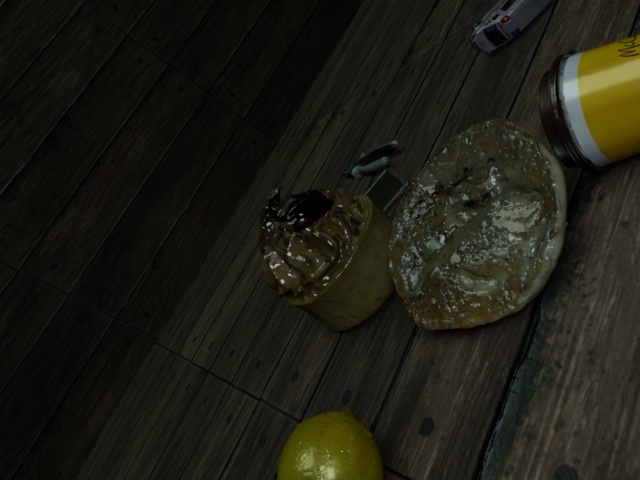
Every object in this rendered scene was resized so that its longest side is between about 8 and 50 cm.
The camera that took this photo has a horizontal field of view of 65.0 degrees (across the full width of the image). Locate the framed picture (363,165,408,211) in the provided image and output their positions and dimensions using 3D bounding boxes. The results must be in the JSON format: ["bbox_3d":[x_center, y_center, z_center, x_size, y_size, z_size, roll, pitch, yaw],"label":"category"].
[{"bbox_3d":[0.143,-0.094,1.439,0.252,0.014,0.197,-50,21,12],"label":"framed picture"}]

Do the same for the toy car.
[{"bbox_3d":[0.496,-0.582,1.319,0.210,0.089,0.108,-44,29,19],"label":"toy car"}]

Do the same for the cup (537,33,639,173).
[{"bbox_3d":[0.468,-0.213,0.708,0.280,0.196,0.196,-14,45,50],"label":"cup"}]

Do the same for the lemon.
[{"bbox_3d":[0.017,0.366,0.804,0.174,0.173,0.206,-36,20,41],"label":"lemon"}]

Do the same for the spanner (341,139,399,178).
[{"bbox_3d":[0.147,-0.246,1.615,0.095,0.040,0.325,-60,18,-15],"label":"spanner"}]

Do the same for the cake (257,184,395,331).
[{"bbox_3d":[-0.003,0.007,1.180,0.332,0.321,0.332,-46,21,23],"label":"cake"}]

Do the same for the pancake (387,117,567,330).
[{"bbox_3d":[0.258,-0.023,0.887,0.387,0.082,0.386,-35,46,46],"label":"pancake"}]
